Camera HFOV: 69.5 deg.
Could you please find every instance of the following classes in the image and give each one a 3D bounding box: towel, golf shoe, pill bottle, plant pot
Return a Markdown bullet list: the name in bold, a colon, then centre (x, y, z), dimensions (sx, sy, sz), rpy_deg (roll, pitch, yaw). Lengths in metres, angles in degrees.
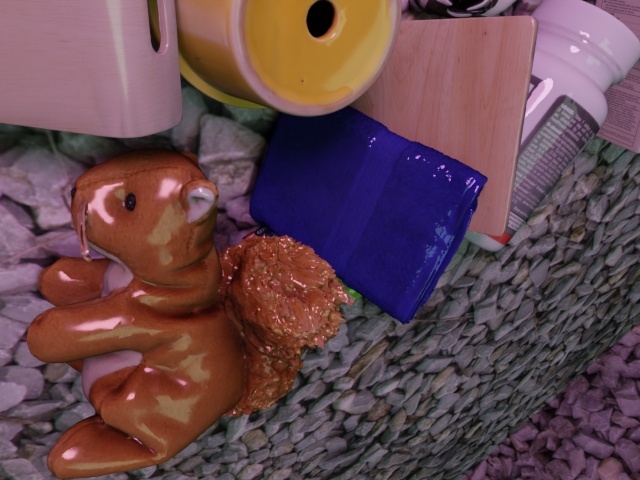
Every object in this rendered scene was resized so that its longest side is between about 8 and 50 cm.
- **towel**: centre (0.052, -0.057, 0.653), dimensions (0.076, 0.308, 0.227), rpy_deg (-17, 136, -58)
- **golf shoe**: centre (0.226, -0.348, 0.661), dimensions (0.198, 0.094, 0.077), rpy_deg (-15, 128, -21)
- **pill bottle**: centre (0.316, -0.179, 0.755), dimensions (0.210, 0.210, 0.363), rpy_deg (21, 111, -38)
- **plant pot**: centre (-0.046, -0.247, 0.482), dimensions (0.254, 0.239, 0.254), rpy_deg (-16, 129, -20)

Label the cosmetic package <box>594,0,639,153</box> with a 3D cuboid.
- **cosmetic package**: centre (0.577, -0.335, 0.826), dimensions (0.113, 0.160, 0.309), rpy_deg (-24, 132, -13)

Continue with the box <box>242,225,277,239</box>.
- **box**: centre (0.000, 0.000, 0.820), dimensions (0.233, 0.044, 0.159), rpy_deg (-31, 132, -7)

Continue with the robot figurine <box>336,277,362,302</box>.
- **robot figurine**: centre (0.065, 0.077, 0.897), dimensions (0.115, 0.067, 0.101), rpy_deg (-46, 152, 7)

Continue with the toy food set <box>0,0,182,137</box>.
- **toy food set**: centre (-0.285, -0.223, 0.407), dimensions (0.306, 0.092, 0.219), rpy_deg (7, 124, 1)

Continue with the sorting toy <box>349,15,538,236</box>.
- **sorting toy**: centre (0.151, -0.162, 0.639), dimensions (0.089, 0.255, 0.257), rpy_deg (-30, 126, -49)

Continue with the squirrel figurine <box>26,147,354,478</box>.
- **squirrel figurine**: centre (-0.169, 0.068, 0.638), dimensions (0.397, 0.281, 0.370), rpy_deg (6, 105, -20)
